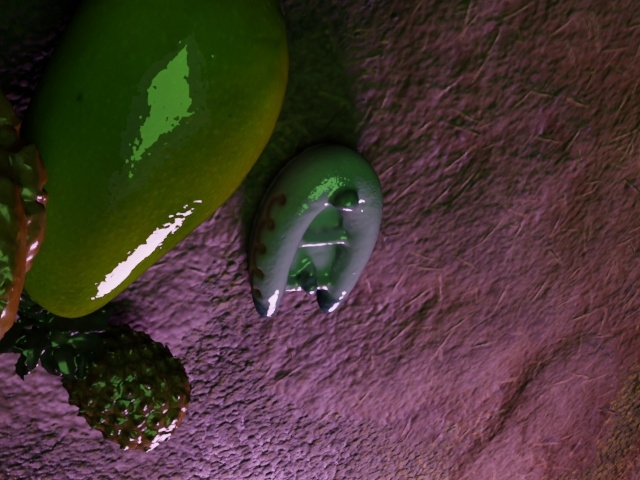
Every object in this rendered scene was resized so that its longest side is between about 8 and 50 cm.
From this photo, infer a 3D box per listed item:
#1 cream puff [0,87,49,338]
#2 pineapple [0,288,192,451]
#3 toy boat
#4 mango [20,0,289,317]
[{"bbox_3d":[-0.363,-0.032,0.696,0.343,0.231,0.327,9,112,-9],"label":"cream puff"},{"bbox_3d":[-0.232,0.103,0.963,0.125,0.125,0.251,-37,127,2],"label":"pineapple"},{"bbox_3d":[0.000,0.000,1.032,0.134,0.079,0.208,1,125,-26],"label":"toy boat"},{"bbox_3d":[-0.146,-0.081,0.829,0.192,0.156,0.343,18,112,-39],"label":"mango"}]
